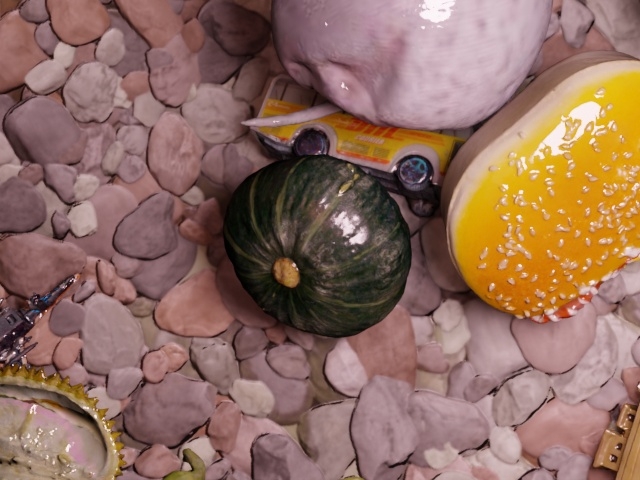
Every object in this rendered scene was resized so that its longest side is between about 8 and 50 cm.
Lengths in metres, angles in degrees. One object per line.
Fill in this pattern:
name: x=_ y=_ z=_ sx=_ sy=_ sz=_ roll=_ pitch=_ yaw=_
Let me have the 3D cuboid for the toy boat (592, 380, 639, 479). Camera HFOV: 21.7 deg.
toy boat: x=0.320 y=0.217 z=1.707 sx=0.072 sy=0.064 sz=0.206 roll=17 pitch=90 yaw=37

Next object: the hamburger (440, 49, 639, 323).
hamburger: x=0.259 y=-0.056 z=1.688 sx=0.295 sy=0.227 sz=0.151 roll=-41 pitch=38 yaw=10

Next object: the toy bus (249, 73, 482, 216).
toy bus: x=0.061 y=-0.104 z=1.830 sx=0.268 sy=0.092 sz=0.106 roll=16 pitch=75 yaw=19

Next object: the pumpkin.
pumpkin: x=-0.002 y=0.002 z=1.777 sx=0.212 sy=0.152 sz=0.211 roll=12 pitch=121 yaw=20

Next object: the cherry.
cherry: x=0.096 y=-0.269 z=1.707 sx=0.291 sy=0.335 sz=0.326 roll=8 pitch=48 yaw=-19

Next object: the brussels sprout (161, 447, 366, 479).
brussels sprout: x=-0.052 y=0.444 z=1.648 sx=0.425 sy=0.342 sz=0.361 roll=32 pitch=118 yaw=23

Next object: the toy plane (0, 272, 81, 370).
toy plane: x=-0.355 y=0.098 z=1.930 sx=0.188 sy=0.062 sz=0.135 roll=-43 pitch=71 yaw=6

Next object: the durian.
durian: x=-0.304 y=0.244 z=1.851 sx=0.237 sy=0.138 sz=0.193 roll=35 pitch=87 yaw=17
